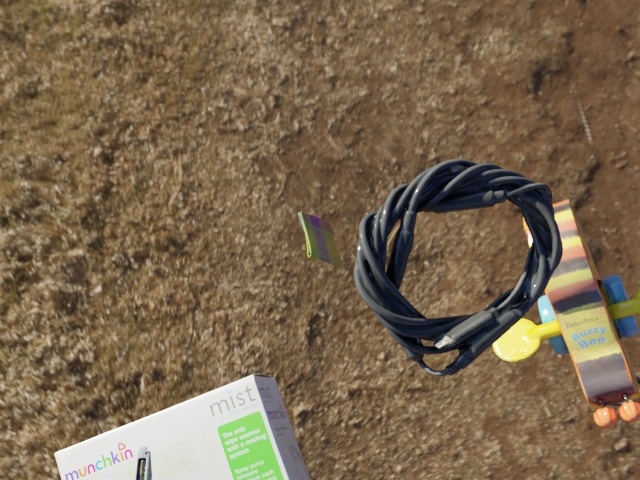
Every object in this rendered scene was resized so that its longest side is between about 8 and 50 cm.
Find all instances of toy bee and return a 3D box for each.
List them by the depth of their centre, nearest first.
[{"bbox_3d":[0.308,0.109,0.813,0.298,0.195,0.162,40,29,-14],"label":"toy bee"}]

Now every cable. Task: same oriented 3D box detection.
[{"bbox_3d":[0.116,0.009,0.621,0.184,0.047,0.150,-39,91,-10],"label":"cable"}]

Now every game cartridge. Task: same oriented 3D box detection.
[{"bbox_3d":[-0.189,0.270,0.804,0.017,0.056,0.083,-3,34,-6],"label":"game cartridge"}]

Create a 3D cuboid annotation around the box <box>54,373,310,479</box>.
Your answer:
[{"bbox_3d":[-0.147,0.314,0.914,0.261,0.127,0.231,-21,77,4],"label":"box"}]

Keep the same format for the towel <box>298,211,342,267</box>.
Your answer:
[{"bbox_3d":[0.000,0.000,0.894,0.009,0.083,0.060,-22,72,22],"label":"towel"}]
